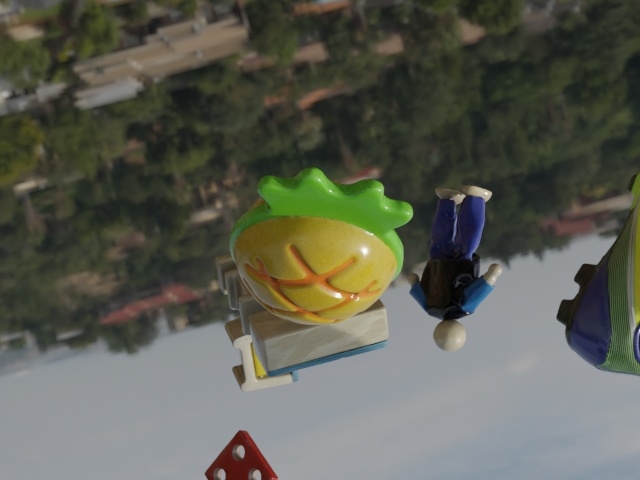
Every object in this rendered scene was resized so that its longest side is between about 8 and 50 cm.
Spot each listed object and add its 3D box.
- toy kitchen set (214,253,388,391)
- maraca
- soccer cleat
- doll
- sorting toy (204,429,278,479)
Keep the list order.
[{"bbox_3d":[-0.017,0.105,1.340,0.122,0.166,0.207,-14,-152,-12],"label":"toy kitchen set"},{"bbox_3d":[0.000,0.000,0.953,0.127,0.099,0.186,8,153,-7],"label":"maraca"},{"bbox_3d":[0.335,-0.003,1.255,0.121,0.289,0.093,28,177,33],"label":"soccer cleat"},{"bbox_3d":[0.156,0.033,1.527,0.129,0.189,0.046,-2,164,42],"label":"doll"},{"bbox_3d":[-0.106,0.257,0.935,0.274,0.132,0.046,-49,147,21],"label":"sorting toy"}]
